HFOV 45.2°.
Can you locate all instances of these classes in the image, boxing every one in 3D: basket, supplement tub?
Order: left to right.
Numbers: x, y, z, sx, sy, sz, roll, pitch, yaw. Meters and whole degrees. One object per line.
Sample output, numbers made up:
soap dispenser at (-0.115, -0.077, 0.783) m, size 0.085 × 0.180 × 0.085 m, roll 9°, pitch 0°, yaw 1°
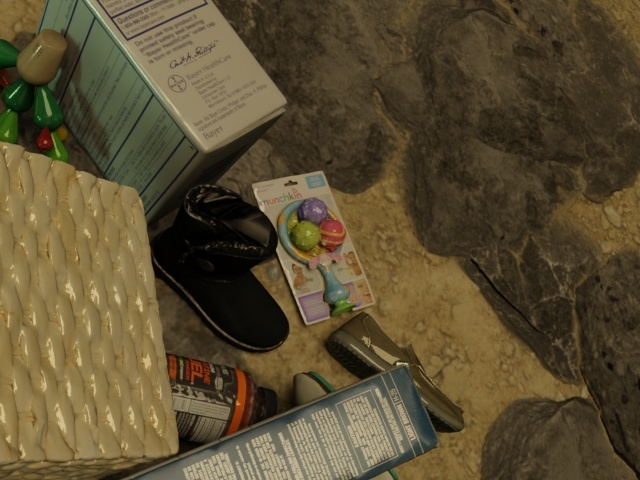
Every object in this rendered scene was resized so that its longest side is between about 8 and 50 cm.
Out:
basket at (-0.350, 0.098, 0.753) m, size 0.328 × 0.267 × 0.331 m, roll 23°, pitch 51°, yaw -59°
supplement tub at (-0.157, 0.209, 0.999) m, size 0.198 × 0.106 × 0.106 m, roll 17°, pitch 64°, yaw -23°

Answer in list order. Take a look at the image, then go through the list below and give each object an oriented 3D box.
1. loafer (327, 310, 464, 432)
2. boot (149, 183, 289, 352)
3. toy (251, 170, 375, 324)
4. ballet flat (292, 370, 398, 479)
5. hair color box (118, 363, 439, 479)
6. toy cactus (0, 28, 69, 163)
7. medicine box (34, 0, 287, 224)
loafer at (0.129, 0.198, 1.165) m, size 0.251 × 0.094 × 0.087 m, roll 41°, pitch 62°, yaw -9°
boot at (-0.108, 0.046, 1.025) m, size 0.246 × 0.207 × 0.094 m, roll 41°, pitch 57°, yaw -10°
toy at (0.000, 0.000, 1.192) m, size 0.137 × 0.056 × 0.237 m, roll -14°, pitch 79°, yaw -33°
ballet flat at (0.065, 0.365, 1.059) m, size 0.400 × 0.139 × 0.139 m, roll 51°, pitch 57°, yaw -5°
hair color box at (-0.060, 0.257, 0.865) m, size 0.347 × 0.174 × 0.105 m, roll -17°, pitch 77°, yaw -24°
toy cactus at (-0.386, -0.200, 0.980) m, size 0.112 × 0.180 × 0.219 m, roll -17°, pitch 72°, yaw -51°
medicine box at (-0.228, -0.207, 1.019) m, size 0.149 × 0.263 × 0.289 m, roll -37°, pitch 92°, yaw -34°
